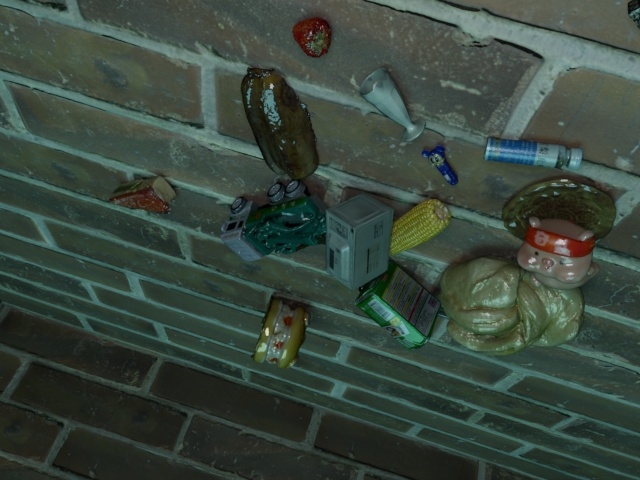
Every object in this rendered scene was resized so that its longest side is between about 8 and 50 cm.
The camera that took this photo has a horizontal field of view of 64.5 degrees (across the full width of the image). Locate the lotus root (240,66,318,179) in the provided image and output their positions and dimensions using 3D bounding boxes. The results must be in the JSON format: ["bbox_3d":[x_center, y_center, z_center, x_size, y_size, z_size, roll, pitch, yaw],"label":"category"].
[{"bbox_3d":[-0.104,-0.260,1.221,0.167,0.078,0.329,2,143,22],"label":"lotus root"}]

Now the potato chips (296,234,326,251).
[{"bbox_3d":[0.000,0.000,1.534,0.209,0.026,0.142,-14,166,25],"label":"potato chips"}]

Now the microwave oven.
[{"bbox_3d":[0.096,0.001,1.353,0.122,0.162,0.208,35,139,39],"label":"microwave oven"}]

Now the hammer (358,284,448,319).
[{"bbox_3d":[0.335,0.217,1.713,0.426,0.044,0.152,20,147,1],"label":"hammer"}]

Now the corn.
[{"bbox_3d":[0.243,-0.028,1.360,0.093,0.093,0.244,31,145,-17],"label":"corn"}]

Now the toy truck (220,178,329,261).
[{"bbox_3d":[-0.125,-0.047,1.447,0.363,0.178,0.176,-8,137,39],"label":"toy truck"}]

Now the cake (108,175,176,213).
[{"bbox_3d":[-0.554,-0.134,1.612,0.220,0.086,0.117,-9,135,34],"label":"cake"}]

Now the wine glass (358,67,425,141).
[{"bbox_3d":[0.153,-0.282,1.070,0.073,0.073,0.155,-15,136,40],"label":"wine glass"}]

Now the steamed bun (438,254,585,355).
[{"bbox_3d":[0.520,0.197,1.429,0.372,0.230,0.325,19,143,5],"label":"steamed bun"}]

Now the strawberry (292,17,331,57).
[{"bbox_3d":[-0.018,-0.404,0.997,0.083,0.073,0.073,43,161,36],"label":"strawberry"}]

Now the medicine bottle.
[{"bbox_3d":[0.447,-0.185,1.076,0.191,0.051,0.051,10,145,15],"label":"medicine bottle"}]

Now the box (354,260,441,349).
[{"bbox_3d":[0.247,0.201,1.578,0.250,0.180,0.103,41,141,-7],"label":"box"}]

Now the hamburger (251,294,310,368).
[{"bbox_3d":[-0.150,0.368,1.985,0.186,0.261,0.303,19,164,-7],"label":"hamburger"}]

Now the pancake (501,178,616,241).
[{"bbox_3d":[0.572,-0.057,1.212,0.250,0.031,0.250,13,146,9],"label":"pancake"}]

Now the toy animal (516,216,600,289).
[{"bbox_3d":[0.556,0.032,1.180,0.171,0.171,0.198,-3,146,30],"label":"toy animal"}]

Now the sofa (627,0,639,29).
[{"bbox_3d":[0.550,-0.347,0.806,0.118,0.039,0.060,34,143,-21],"label":"sofa"}]

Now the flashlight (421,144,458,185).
[{"bbox_3d":[0.286,-0.172,1.187,0.057,0.035,0.121,-14,134,38],"label":"flashlight"}]
